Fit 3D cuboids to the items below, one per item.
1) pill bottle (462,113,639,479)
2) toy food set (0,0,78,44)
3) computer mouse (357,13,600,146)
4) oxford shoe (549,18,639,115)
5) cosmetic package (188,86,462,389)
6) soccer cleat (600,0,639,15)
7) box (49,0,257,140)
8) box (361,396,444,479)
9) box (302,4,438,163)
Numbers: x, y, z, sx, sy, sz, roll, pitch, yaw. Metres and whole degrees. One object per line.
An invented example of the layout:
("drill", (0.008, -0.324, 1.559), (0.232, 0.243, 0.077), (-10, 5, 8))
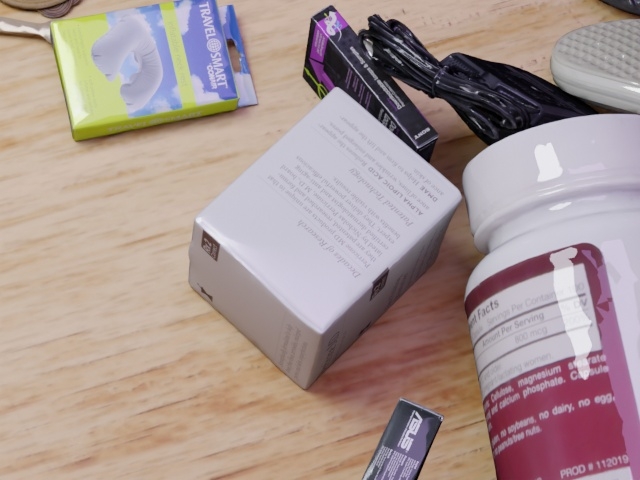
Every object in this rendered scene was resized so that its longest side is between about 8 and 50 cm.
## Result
("pill bottle", (0.242, 0.110, 1.480), (0.224, 0.224, 0.392), (-6, 71, -8))
("toy food set", (-0.269, -0.277, 1.722), (0.132, 0.038, 0.192), (8, 76, 4))
("computer mouse", (0.157, -0.116, 1.608), (0.188, 0.272, 0.072), (37, 106, 33))
("oxford shoe", (0.432, -0.108, 1.665), (0.449, 0.130, 0.169), (12, 39, 7))
("cosmetic package", (0.000, 0.000, 1.557), (0.151, 0.151, 0.184), (41, 69, 12))
("soccer cleat", (0.389, -0.258, 1.755), (0.318, 0.116, 0.108), (11, 91, 17))
("box", (-0.154, -0.164, 1.665), (0.178, 0.042, 0.109), (-12, 80, -11))
("box", (0.034, 0.242, 1.433), (0.045, 0.184, 0.190), (25, 65, 4))
("box", (0.043, -0.124, 1.637), (0.029, 0.116, 0.162), (-34, 73, -17))
